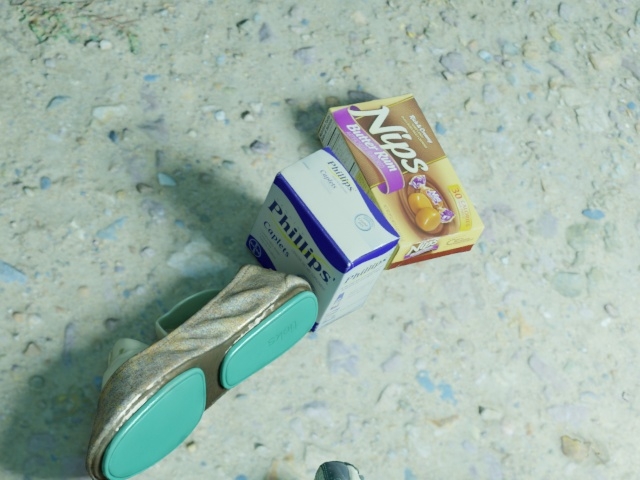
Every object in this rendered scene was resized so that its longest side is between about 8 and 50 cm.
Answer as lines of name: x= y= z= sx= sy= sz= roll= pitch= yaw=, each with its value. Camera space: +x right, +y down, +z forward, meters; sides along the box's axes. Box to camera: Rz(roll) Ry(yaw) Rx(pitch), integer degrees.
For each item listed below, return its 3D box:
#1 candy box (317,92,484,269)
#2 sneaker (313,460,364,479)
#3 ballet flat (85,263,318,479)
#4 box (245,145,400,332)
candy box: x=0.085 y=-0.066 z=2.004 sx=0.109 sy=0.053 sz=0.186 roll=-12 pitch=62 yaw=-26
sneaker: x=-0.038 y=0.307 z=1.666 sx=0.122 sy=0.110 sz=0.283 roll=20 pitch=52 yaw=-1
ballet flat: x=-0.136 y=0.120 z=1.781 sx=0.106 sy=0.107 sz=0.316 roll=29 pitch=43 yaw=28
box: x=0.000 y=0.000 z=1.873 sx=0.072 sy=0.137 sz=0.126 roll=-27 pitch=68 yaw=-31
